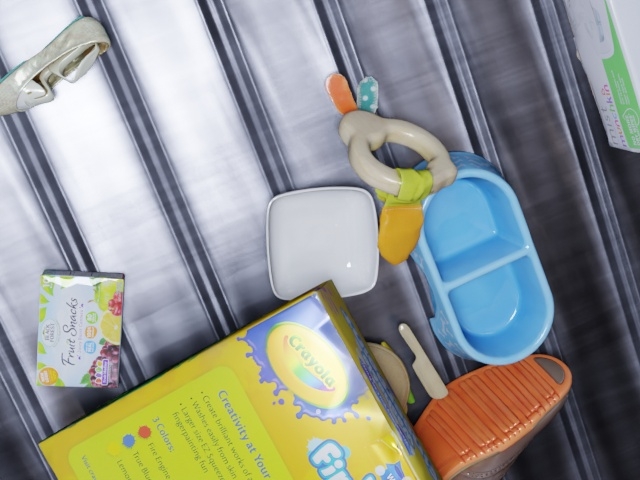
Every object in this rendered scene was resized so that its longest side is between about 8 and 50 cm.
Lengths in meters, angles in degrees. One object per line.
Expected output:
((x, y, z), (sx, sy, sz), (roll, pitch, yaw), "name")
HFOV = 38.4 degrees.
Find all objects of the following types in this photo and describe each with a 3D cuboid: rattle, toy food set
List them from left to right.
((0.058, 0.198, 1.224), (0.192, 0.038, 0.132), (-29, 98, 2), "toy food set")
((0.067, -0.094, 1.133), (0.130, 0.199, 0.143), (-36, 150, -22), "rattle")

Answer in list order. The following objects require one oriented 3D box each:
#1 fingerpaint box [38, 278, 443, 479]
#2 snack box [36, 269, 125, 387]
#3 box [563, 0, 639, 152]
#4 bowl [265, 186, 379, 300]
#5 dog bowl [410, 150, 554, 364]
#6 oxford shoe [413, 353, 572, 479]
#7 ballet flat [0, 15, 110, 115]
((-0.046, 0.329, 1.083), (0.371, 0.163, 0.445), (-30, 89, 7), "fingerpaint box")
((-0.297, 0.109, 1.136), (0.100, 0.037, 0.141), (3, 100, -9), "snack box")
((0.448, -0.276, 1.152), (0.231, 0.127, 0.262), (-24, 105, -7), "box")
((0.000, 0.000, 1.161), (0.142, 0.053, 0.142), (-4, 102, -9), "bowl")
((0.205, 0.031, 1.193), (0.166, 0.074, 0.297), (-24, 105, -5), "dog bowl")
((0.192, 0.291, 1.235), (0.363, 0.130, 0.133), (-37, 127, 1), "oxford shoe")
((-0.314, -0.191, 1.060), (0.168, 0.057, 0.052), (-42, 76, 0), "ballet flat")
